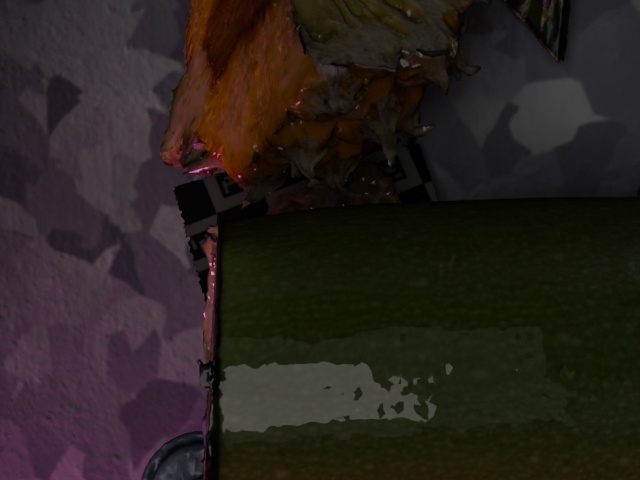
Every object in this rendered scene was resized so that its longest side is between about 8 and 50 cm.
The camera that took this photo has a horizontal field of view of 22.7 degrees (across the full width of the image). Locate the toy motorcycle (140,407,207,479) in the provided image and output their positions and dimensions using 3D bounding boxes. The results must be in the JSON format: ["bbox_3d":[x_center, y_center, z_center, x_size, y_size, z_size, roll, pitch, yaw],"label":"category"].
[{"bbox_3d":[0.011,0.243,1.319,0.241,0.182,0.319,-43,82,16],"label":"toy motorcycle"}]

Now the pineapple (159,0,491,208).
[{"bbox_3d":[0.005,-0.148,1.312,0.209,0.344,0.286,8,138,-22],"label":"pineapple"}]

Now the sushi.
[{"bbox_3d":[0.000,0.000,1.309,0.215,0.050,0.192,-17,69,-2],"label":"sushi"}]

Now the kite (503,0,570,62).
[{"bbox_3d":[0.133,-0.305,1.316,0.321,0.016,0.234,47,111,8],"label":"kite"}]

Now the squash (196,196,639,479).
[{"bbox_3d":[0.097,0.099,1.171,0.384,0.263,0.263,-1,95,-4],"label":"squash"}]

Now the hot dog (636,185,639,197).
[{"bbox_3d":[0.333,0.073,1.298,0.087,0.061,0.286,-15,93,25],"label":"hot dog"}]
